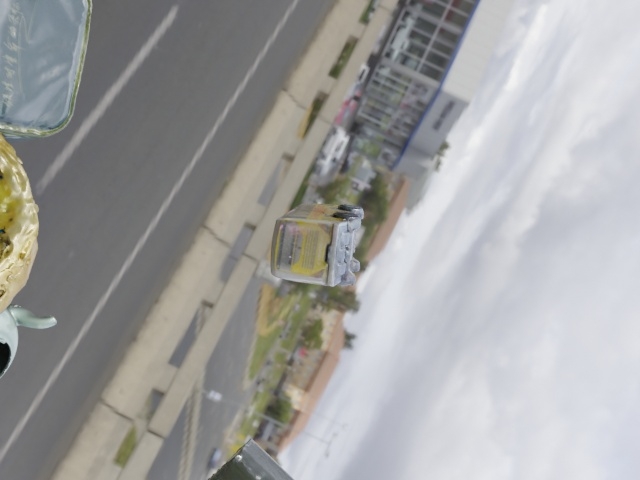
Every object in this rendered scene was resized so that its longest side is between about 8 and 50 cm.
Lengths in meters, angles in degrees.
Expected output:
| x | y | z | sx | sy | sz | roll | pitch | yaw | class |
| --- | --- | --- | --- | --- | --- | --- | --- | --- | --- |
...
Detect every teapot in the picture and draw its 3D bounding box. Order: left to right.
| x | y | z | sx | sy | sz | roll | pitch | yaw | class |
| --- | --- | --- | --- | --- | --- | --- | --- | --- | --- |
| -0.627 | 0.193 | 1.537 | 0.294 | 0.129 | 0.193 | -37 | 144 | -36 | teapot |

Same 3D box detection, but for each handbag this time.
| x | y | z | sx | sy | sz | roll | pitch | yaw | class |
| --- | --- | --- | --- | --- | --- | --- | --- | --- | --- |
| -0.464 | -0.272 | 1.265 | 0.241 | 0.222 | 0.263 | 10 | -92 | 58 | handbag |

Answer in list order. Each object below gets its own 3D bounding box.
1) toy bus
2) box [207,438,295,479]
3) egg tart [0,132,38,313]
| x | y | z | sx | sy | sz | roll | pitch | yaw | class |
| --- | --- | --- | --- | --- | --- | --- | --- | --- | --- |
| 0.000 | 0.000 | 1.115 | 0.268 | 0.106 | 0.092 | -52 | 149 | -81 | toy bus |
| -0.152 | 0.498 | 1.522 | 0.274 | 0.178 | 0.138 | -44 | 174 | 8 | box |
| -0.416 | -0.022 | 0.844 | 0.107 | 0.291 | 0.291 | -32 | -156 | 43 | egg tart |
